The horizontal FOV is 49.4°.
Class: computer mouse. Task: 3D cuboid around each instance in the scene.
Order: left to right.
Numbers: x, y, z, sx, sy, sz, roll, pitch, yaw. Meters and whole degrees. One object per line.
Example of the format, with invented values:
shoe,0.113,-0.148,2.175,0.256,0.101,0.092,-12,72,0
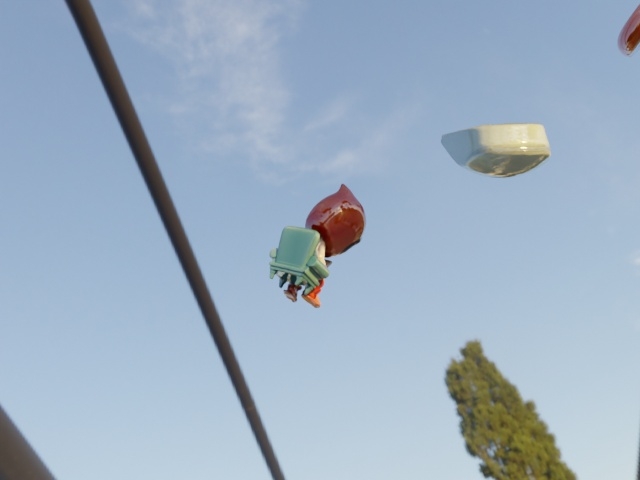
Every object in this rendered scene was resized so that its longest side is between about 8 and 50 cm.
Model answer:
computer mouse,0.262,-0.136,1.051,0.127,0.079,0.231,0,8,-2

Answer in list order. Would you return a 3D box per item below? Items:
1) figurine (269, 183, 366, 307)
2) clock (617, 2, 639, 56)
figurine,0.000,0.000,0.789,0.140,0.068,0.075,-58,-42,-21
clock,0.482,-0.335,0.937,0.205,0.051,0.205,-46,-11,-12
